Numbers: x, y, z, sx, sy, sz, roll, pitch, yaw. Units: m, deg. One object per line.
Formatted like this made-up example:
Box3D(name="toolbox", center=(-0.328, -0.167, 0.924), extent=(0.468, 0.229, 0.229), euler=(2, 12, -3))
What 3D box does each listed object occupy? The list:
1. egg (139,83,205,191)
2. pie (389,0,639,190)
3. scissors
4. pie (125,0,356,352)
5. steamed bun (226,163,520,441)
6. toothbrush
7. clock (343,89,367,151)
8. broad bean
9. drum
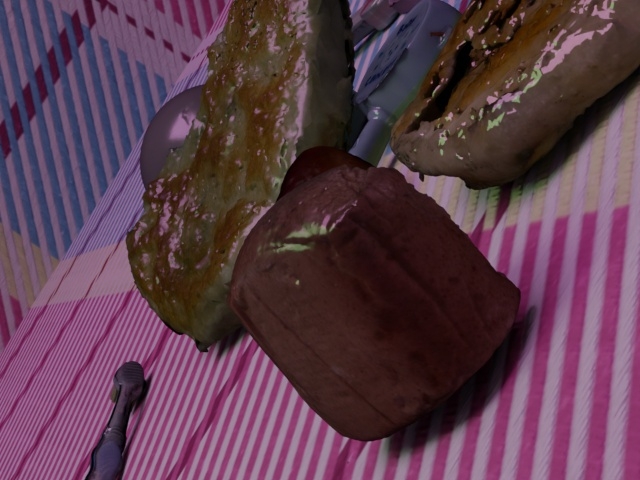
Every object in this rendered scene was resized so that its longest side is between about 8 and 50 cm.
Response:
Box3D(name="egg", center=(-0.112, -0.084, 2.021), extent=(0.146, 0.146, 0.198), euler=(-60, 12, -20))
Box3D(name="pie", center=(0.155, -0.166, 1.294), extent=(0.339, 0.077, 0.339), euler=(-53, 11, 15))
Box3D(name="scissors", center=(0.067, -0.245, 2.016), extent=(0.242, 0.030, 0.118), euler=(-37, 21, 54))
Box3D(name="pie", center=(-0.069, -0.069, 1.780), extent=(0.371, 0.078, 0.296), euler=(-60, 28, 23))
Box3D(name="steamed bun", center=(0.028, 0.028, 1.112), extent=(0.106, 0.145, 0.175), euler=(-44, 6, -28))
Box3D(name="toothbrush", center=(-0.202, 0.213, 1.858), extent=(0.413, 0.035, 0.042), euler=(-85, 10, -69))
Box3D(name="clock", center=(-0.010, -0.078, 1.838), extent=(0.135, 0.041, 0.101), euler=(-44, 17, 48))
Box3D(name="broad bean", center=(0.000, 0.000, 1.483), extent=(0.114, 0.084, 0.165), euler=(110, 179, -58))
Box3D(name="drum", center=(0.041, -0.089, 1.632), extent=(0.253, 0.049, 0.130), euler=(-58, 11, -8))
